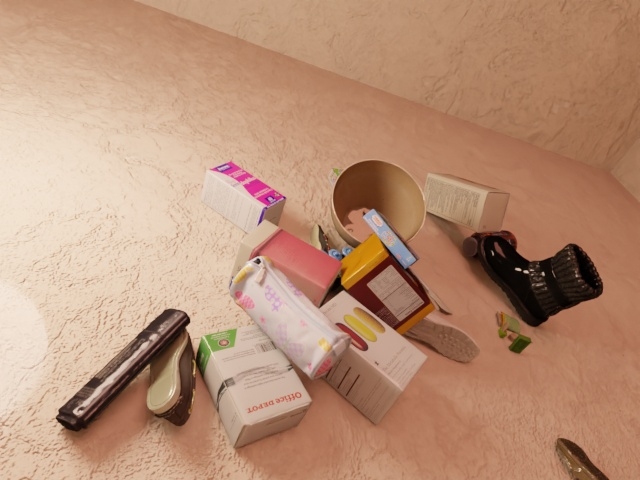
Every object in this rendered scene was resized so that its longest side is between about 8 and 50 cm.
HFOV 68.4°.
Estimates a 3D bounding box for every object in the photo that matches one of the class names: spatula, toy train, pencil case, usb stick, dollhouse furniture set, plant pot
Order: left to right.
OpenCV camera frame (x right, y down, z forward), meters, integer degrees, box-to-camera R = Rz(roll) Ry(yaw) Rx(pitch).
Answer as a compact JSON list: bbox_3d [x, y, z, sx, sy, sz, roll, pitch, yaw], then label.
[{"bbox_3d":[-0.347,0.224,0.859,0.077,0.045,0.278,-2,32,34],"label":"usb stick"},{"bbox_3d":[-0.062,0.151,0.957,0.273,0.124,0.113,42,35,22],"label":"pencil case"},{"bbox_3d":[0.044,0.081,1.305,0.184,0.080,0.105,-5,53,-38],"label":"toy train"},{"bbox_3d":[0.154,-0.077,1.440,0.284,0.191,0.284,4,68,-10],"label":"plant pot"},{"bbox_3d":[0.280,0.121,1.399,0.168,0.019,0.242,13,32,-45],"label":"spatula"},{"bbox_3d":[0.576,0.257,1.398,0.076,0.059,0.152,23,35,-3],"label":"dollhouse furniture set"}]

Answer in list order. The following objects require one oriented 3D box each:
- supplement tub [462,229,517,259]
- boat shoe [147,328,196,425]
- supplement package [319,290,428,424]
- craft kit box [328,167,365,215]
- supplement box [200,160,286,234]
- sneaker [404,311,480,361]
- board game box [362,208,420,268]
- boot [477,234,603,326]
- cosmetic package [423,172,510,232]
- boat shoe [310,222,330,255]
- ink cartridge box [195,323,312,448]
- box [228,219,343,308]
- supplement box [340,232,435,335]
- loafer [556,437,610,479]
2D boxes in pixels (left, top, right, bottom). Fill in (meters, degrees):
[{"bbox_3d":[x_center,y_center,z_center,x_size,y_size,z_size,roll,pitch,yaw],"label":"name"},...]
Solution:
[{"bbox_3d":[0.604,0.017,1.689,0.197,0.106,0.106,-2,43,-31],"label":"supplement tub"},{"bbox_3d":[-0.277,0.250,0.898,0.069,0.081,0.228,58,6,-29],"label":"boat shoe"},{"bbox_3d":[0.086,0.254,1.047,0.244,0.134,0.139,37,37,18],"label":"supplement package"},{"bbox_3d":[0.184,-0.167,1.730,0.249,0.061,0.247,3,43,-28],"label":"craft kit box"},{"bbox_3d":[-0.227,-0.121,1.375,0.220,0.114,0.111,32,36,15],"label":"supplement box"},{"bbox_3d":[0.318,0.236,1.258,0.235,0.090,0.095,30,23,4],"label":"sneaker"},{"bbox_3d":[0.187,-0.003,1.209,0.160,0.039,0.211,51,10,10],"label":"board game box"},{"bbox_3d":[0.674,0.073,1.465,0.131,0.260,0.348,-18,65,-33],"label":"boot"},{"bbox_3d":[0.525,-0.144,1.734,0.129,0.153,0.296,-2,22,-31],"label":"cosmetic package"},{"bbox_3d":[-0.001,0.001,1.406,0.042,0.049,0.133,14,38,-24],"label":"boat shoe"},{"bbox_3d":[-0.135,0.277,0.927,0.153,0.087,0.208,-5,43,-36],"label":"ink cartridge box"},{"bbox_3d":[-0.087,0.081,1.159,0.232,0.149,0.127,28,36,7],"label":"box"},{"bbox_3d":[0.161,0.108,1.179,0.194,0.129,0.191,48,10,-10],"label":"supplement box"},{"bbox_3d":[0.592,0.519,1.077,0.056,0.050,0.148,13,21,-21],"label":"loafer"}]
